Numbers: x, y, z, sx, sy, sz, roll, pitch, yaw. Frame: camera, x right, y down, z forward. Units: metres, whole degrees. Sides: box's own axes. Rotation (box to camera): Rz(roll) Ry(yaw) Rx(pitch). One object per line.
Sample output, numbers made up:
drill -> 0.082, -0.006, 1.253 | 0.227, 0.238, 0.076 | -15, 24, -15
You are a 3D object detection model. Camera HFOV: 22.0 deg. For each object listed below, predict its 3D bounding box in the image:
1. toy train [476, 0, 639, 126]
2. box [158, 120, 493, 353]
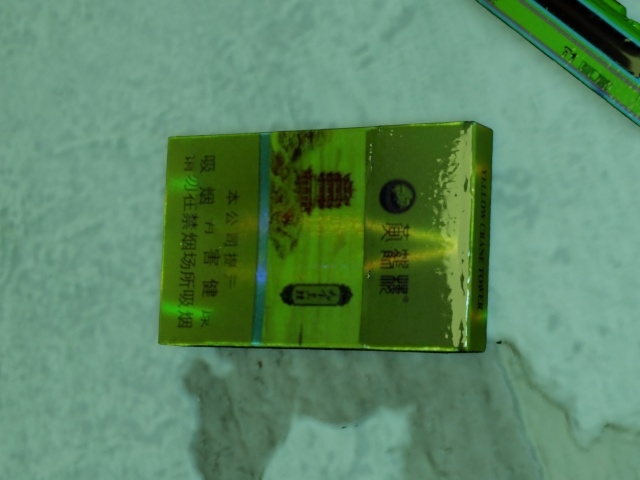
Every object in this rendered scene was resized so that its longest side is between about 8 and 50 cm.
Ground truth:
toy train -> 0.109, -0.130, 0.849 | 0.209, 0.044, 0.042 | 43, 105, 26
box -> 0.000, 0.000, 0.903 | 0.193, 0.030, 0.121 | -1, 84, 30
